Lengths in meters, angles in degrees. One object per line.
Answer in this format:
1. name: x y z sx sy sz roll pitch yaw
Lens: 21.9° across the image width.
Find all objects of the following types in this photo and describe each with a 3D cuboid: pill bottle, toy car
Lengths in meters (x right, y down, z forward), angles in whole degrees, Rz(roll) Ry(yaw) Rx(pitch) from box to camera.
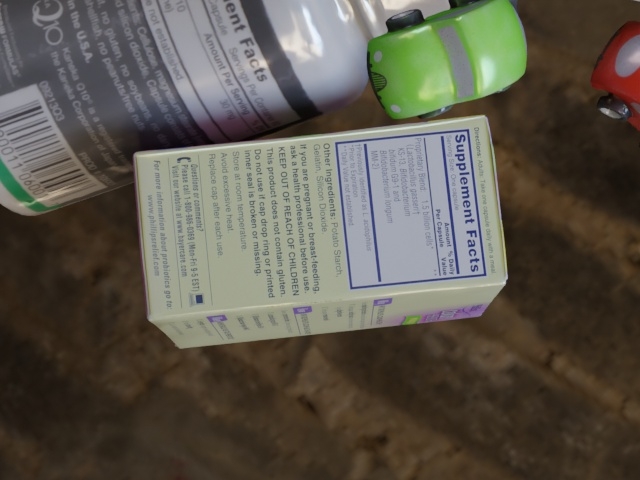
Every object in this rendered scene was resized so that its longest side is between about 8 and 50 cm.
1. pill bottle: -0.087 -0.165 1.193 0.204 0.361 0.204 -18 90 -79
2. toy car: 0.133 -0.126 0.958 0.053 0.225 0.239 12 -57 64

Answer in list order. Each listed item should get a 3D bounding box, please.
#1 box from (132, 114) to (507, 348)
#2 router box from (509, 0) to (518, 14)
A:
1. box: 0.000 0.000 1.197 0.213 0.243 0.117 82 2 -81
2. router box: 0.040 -0.312 1.383 0.081 0.243 0.309 31 -47 54
